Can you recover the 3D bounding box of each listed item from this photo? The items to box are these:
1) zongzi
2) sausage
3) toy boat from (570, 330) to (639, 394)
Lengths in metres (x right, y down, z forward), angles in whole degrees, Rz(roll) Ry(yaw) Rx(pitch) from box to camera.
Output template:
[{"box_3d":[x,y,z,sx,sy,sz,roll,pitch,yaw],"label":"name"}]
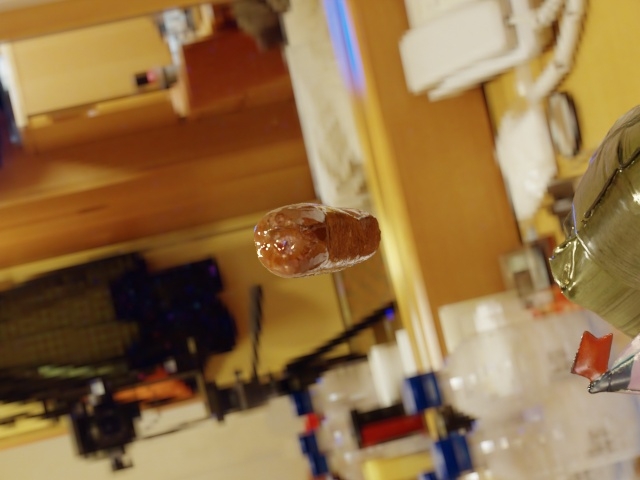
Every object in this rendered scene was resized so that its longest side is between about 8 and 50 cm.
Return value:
[{"box_3d":[0.490,-0.180,1.862,0.500,0.218,0.467,123,168,-48],"label":"zongzi"},{"box_3d":[-0.001,0.000,1.957,0.348,0.097,0.094,0,-85,-74],"label":"sausage"},{"box_3d":[0.451,0.124,1.635,0.219,0.318,0.072,-66,-6,18],"label":"toy boat"}]
